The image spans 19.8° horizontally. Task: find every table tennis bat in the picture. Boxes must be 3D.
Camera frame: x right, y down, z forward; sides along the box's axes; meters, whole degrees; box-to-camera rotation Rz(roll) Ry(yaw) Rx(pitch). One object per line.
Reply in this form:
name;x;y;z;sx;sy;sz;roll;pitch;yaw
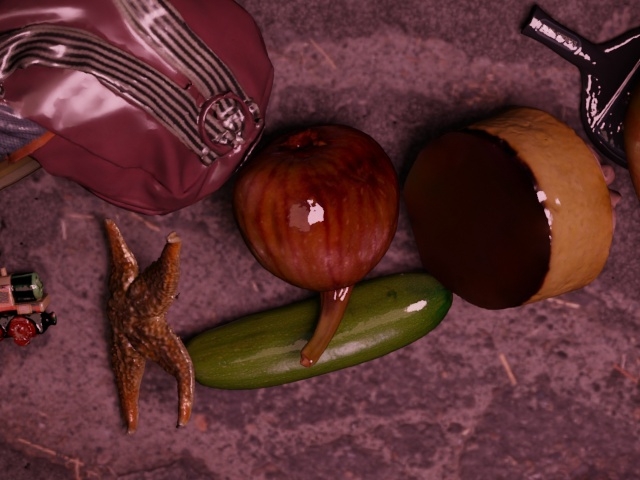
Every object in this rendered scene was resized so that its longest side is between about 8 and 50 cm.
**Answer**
table tennis bat;0.305;-0.162;1.849;0.236;0.027;0.150;31;104;-9

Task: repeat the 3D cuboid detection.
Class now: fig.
fig;0.003;-0.007;1.830;0.175;0.175;0.207;-15;115;6

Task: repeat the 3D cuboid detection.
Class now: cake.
cake;0.210;-0.044;1.823;0.207;0.178;0.185;27;126;33

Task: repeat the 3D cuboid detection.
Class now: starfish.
starfish;-0.172;0.094;1.891;0.050;0.138;0.247;-19;114;-35

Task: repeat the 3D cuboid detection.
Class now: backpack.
backpack;-0.195;-0.169;1.758;0.317;0.197;0.283;36;75;-17

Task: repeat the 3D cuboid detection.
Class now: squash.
squash;-0.001;0.097;1.899;0.292;0.082;0.082;-17;105;8

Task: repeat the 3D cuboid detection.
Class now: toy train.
toy train;-0.346;0.069;1.918;0.137;0.050;0.087;-6;102;3

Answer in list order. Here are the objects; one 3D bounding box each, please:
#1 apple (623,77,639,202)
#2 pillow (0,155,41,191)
apple;0.419;-0.100;1.746;0.264;0.264;0.264;0;106;1
pillow;-0.352;-0.149;1.854;0.208;0.052;0.212;-30;99;3
